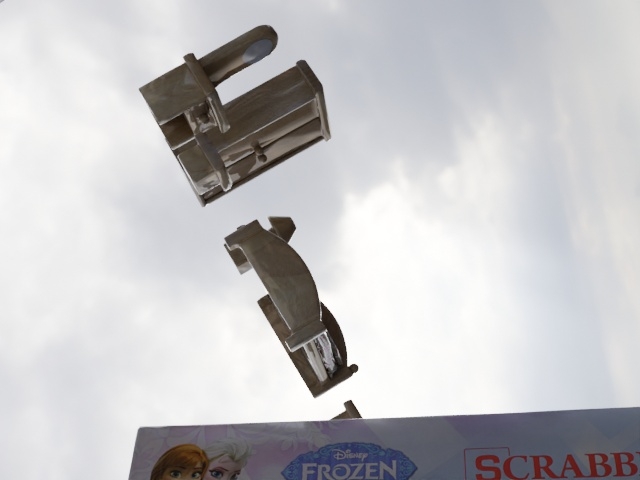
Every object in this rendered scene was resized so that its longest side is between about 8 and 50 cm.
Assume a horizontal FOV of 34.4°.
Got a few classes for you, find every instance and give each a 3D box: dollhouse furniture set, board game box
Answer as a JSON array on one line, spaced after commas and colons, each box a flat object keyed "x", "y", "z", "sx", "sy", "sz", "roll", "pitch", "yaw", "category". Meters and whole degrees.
[{"x": 0.000, "y": 0.000, "z": 1.057, "sx": 0.355, "sy": 0.174, "sz": 0.303, "roll": 57, "pitch": 174, "yaw": 22, "category": "dollhouse furniture set"}, {"x": 0.074, "y": 0.220, "z": 0.654, "sx": 0.318, "sy": 0.319, "sz": 0.066, "roll": 76, "pitch": -167, "yaw": -47, "category": "board game box"}]

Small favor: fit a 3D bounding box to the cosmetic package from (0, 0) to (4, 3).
[{"x": -0.310, "y": -0.246, "z": 0.676, "sx": 0.224, "sy": 0.224, "sz": 0.138, "roll": 59, "pitch": -176, "yaw": 18, "category": "cosmetic package"}]
